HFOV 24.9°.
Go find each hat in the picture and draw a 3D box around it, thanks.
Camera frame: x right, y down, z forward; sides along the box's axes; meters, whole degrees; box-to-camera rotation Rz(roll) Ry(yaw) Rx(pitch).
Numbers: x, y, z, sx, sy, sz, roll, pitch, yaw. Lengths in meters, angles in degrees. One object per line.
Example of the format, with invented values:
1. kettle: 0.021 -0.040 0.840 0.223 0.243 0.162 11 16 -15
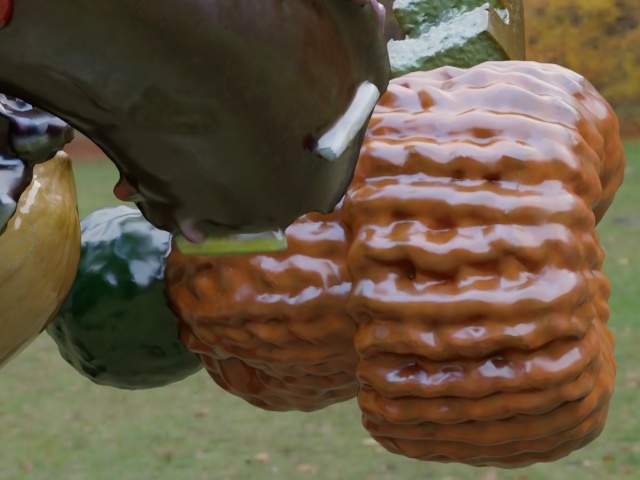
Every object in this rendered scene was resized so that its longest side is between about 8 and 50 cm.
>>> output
1. hat: 0.000 0.000 0.955 0.400 0.285 0.285 7 8 13

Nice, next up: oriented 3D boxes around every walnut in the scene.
1. walnut: -0.250 0.002 0.894 0.221 0.195 0.195 -32 4 5

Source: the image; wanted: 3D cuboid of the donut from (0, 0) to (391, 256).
1. donut: -0.160 -0.078 0.600 0.345 0.136 0.259 -14 -39 26

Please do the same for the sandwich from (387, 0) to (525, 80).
1. sandwich: 0.157 -0.232 1.594 0.122 0.128 0.236 -23 36 25
